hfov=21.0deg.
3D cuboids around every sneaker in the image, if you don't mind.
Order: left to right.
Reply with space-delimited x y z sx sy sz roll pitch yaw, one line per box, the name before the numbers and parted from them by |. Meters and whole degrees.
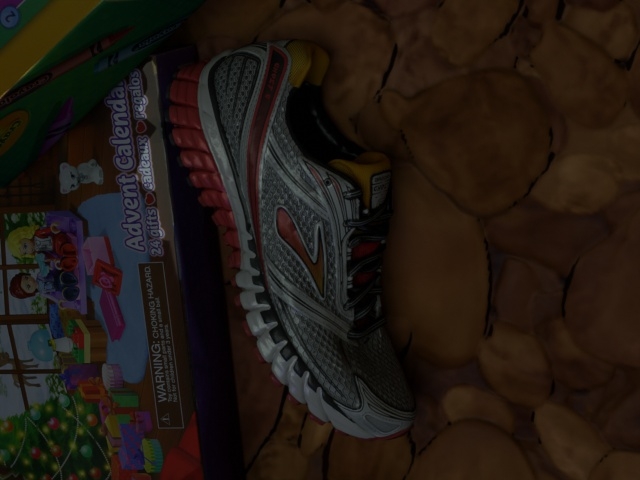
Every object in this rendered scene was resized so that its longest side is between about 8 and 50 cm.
sneaker | 0.000 0.000 0.904 0.093 0.088 0.225 -22 94 22

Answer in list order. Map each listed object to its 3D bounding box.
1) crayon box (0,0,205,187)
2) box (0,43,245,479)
crayon box | -0.203 -0.185 0.903 0.165 0.081 0.278 -41 75 15
box | -0.155 0.042 0.986 0.201 0.057 0.293 -2 101 21
